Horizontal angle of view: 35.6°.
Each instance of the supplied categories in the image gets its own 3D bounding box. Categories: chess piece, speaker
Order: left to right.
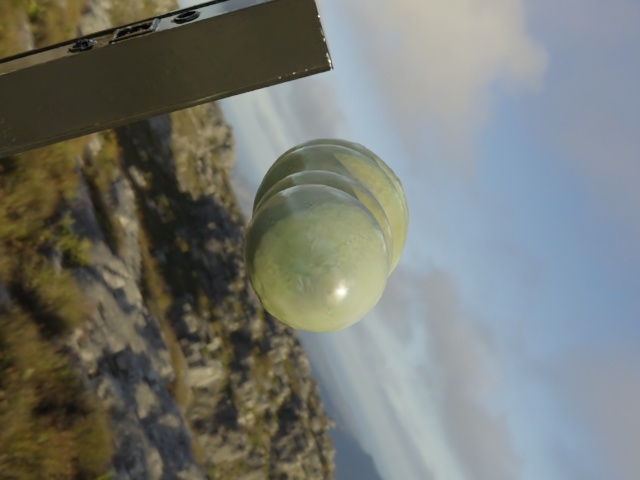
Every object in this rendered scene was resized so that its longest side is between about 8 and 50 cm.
[{"bbox_3d":[-0.091,-0.091,0.522,0.040,0.191,0.046,-94,169,-61],"label":"speaker"},{"bbox_3d":[0.000,0.000,0.723,0.243,0.133,0.133,-64,131,-79],"label":"chess piece"}]
